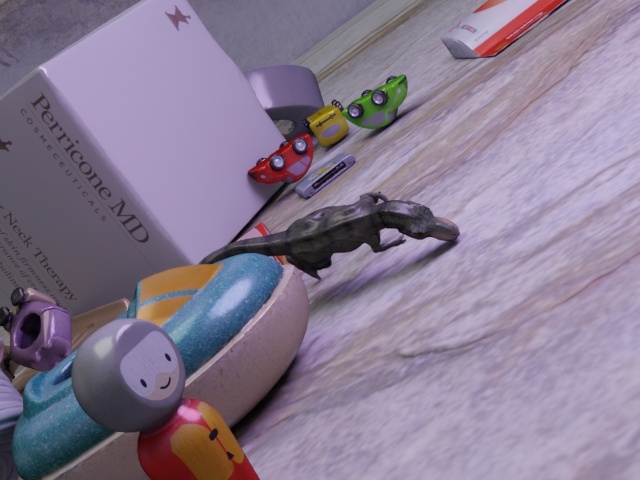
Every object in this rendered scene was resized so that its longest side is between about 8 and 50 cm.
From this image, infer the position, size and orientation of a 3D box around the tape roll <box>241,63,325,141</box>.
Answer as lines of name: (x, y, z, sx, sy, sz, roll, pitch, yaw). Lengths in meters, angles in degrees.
tape roll: (-0.103, -0.202, 1.664, 0.219, 0.072, 0.219, -15, -12, -3)

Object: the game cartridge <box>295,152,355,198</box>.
game cartridge: (0.005, -0.085, 1.344, 0.083, 0.017, 0.056, -38, 10, -7)

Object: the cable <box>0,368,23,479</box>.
cable: (-0.345, 0.211, 0.853, 0.257, 0.089, 0.257, -32, -21, -52)

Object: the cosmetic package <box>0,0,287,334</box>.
cosmetic package: (-0.313, -0.095, 1.489, 0.393, 0.329, 0.327, -27, 16, 37)

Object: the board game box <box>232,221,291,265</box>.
board game box: (-0.118, 0.066, 1.073, 0.193, 0.045, 0.147, -36, 14, -1)

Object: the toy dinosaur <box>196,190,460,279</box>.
toy dinosaur: (0.000, 0.000, 0.910, 0.268, 0.064, 0.118, -16, -4, 24)

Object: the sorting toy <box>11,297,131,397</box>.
sorting toy: (-0.335, 0.167, 1.302, 0.193, 0.038, 0.208, -19, 26, 51)

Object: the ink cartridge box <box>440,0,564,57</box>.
ink cartridge box: (0.253, -0.308, 1.427, 0.145, 0.045, 0.179, -37, 11, -3)

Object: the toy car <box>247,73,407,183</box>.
toy car: (0.034, -0.157, 1.429, 0.225, 0.053, 0.239, -24, 15, 35)

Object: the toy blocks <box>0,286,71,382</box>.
toy blocks: (-0.421, 0.187, 1.090, 0.289, 0.309, 0.260, -52, 49, 6)

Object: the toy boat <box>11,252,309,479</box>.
toy boat: (-0.119, 0.098, 0.749, 0.267, 0.148, 0.318, -38, 13, -7)
